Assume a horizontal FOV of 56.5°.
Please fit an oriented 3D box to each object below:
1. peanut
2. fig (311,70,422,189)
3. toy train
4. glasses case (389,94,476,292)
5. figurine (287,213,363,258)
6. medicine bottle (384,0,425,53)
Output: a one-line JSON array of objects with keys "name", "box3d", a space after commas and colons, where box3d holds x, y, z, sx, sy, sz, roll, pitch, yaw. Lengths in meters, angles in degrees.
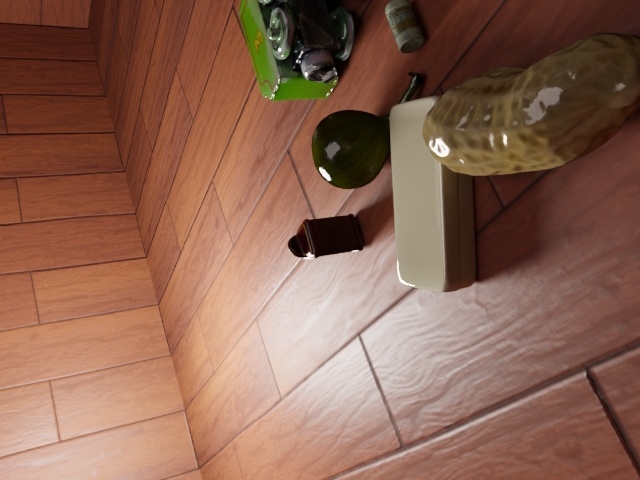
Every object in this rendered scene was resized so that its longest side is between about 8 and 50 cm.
[{"name": "peanut", "box3d": [0.268, -0.166, 0.764, 0.325, 0.140, 0.153, -15, 41, 53]}, {"name": "fig", "box3d": [0.101, -0.196, 1.096, 0.259, 0.151, 0.151, -27, 70, 30]}, {"name": "toy train", "box3d": [-0.059, -0.439, 1.236, 0.249, 0.173, 0.307, -46, 57, 61]}, {"name": "glasses case", "box3d": [0.185, -0.076, 0.986, 0.131, 0.070, 0.313, 6, 101, 60]}, {"name": "figurine", "box3d": [-0.001, 0.001, 1.239, 0.098, 0.154, 0.082, -32, 69, 61]}, {"name": "medicine bottle", "box3d": [0.144, -0.368, 1.016, 0.047, 0.047, 0.083, -40, 63, 56]}]
